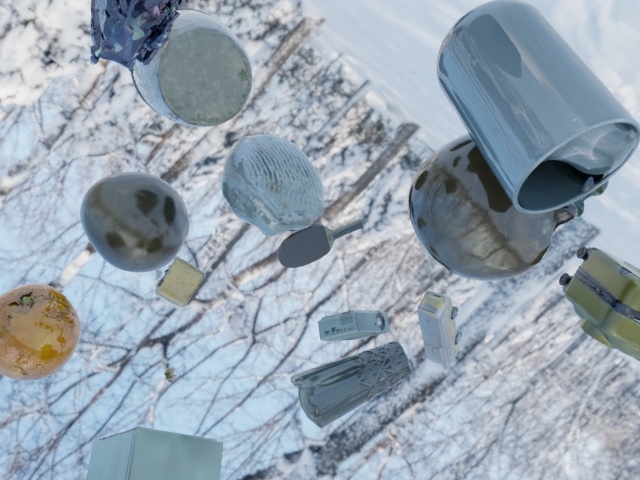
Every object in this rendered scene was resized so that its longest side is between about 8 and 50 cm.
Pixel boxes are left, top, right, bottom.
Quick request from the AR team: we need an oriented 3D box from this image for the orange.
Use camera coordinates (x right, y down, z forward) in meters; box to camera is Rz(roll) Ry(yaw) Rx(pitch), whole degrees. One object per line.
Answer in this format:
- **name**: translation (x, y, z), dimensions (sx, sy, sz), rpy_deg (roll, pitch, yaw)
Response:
- **orange**: translation (-0.736, 0.235, 1.686), dimensions (0.246, 0.246, 0.246), rpy_deg (41, -169, -10)

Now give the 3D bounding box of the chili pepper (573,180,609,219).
- **chili pepper**: translation (0.623, -0.186, 1.774), dimensions (0.248, 0.233, 0.257), rpy_deg (11, -145, -15)

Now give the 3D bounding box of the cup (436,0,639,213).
- **cup**: translation (0.323, -0.220, 1.042), dimensions (0.205, 0.205, 0.312), rpy_deg (27, -147, -54)

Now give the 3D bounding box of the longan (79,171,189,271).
- **longan**: translation (-0.552, -0.057, 1.990), dimensions (0.319, 0.319, 0.319), rpy_deg (41, -169, -10)

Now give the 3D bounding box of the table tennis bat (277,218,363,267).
- **table tennis bat**: translation (0.000, 0.000, 2.164), dimensions (0.173, 0.301, 0.022), rpy_deg (73, 170, -50)

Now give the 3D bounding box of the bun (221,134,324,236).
- **bun**: translation (-0.155, -0.155, 1.993), dimensions (0.354, 0.194, 0.354), rpy_deg (24, -138, -24)

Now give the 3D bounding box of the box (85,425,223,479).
- **box**: translation (-0.382, 0.513, 1.530), dimensions (0.225, 0.225, 0.117), rpy_deg (23, -124, -35)

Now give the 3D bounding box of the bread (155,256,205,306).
- **bread**: translation (-0.396, 0.117, 1.867), dimensions (0.106, 0.125, 0.082), rpy_deg (33, 178, -19)

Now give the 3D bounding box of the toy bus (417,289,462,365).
- **toy bus**: translation (0.342, 0.257, 1.920), dimensions (0.092, 0.106, 0.268), rpy_deg (17, 144, 30)

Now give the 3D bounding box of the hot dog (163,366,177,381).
- **hot dog**: translation (-0.380, 0.340, 1.682), dimensions (0.083, 0.021, 0.037), rpy_deg (91, 163, -81)

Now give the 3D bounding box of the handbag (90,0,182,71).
- **handbag**: translation (-0.247, -0.354, 0.905), dimensions (0.113, 0.162, 0.260), rpy_deg (15, -124, -29)

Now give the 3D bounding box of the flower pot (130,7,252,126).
- **flower pot**: translation (-0.308, -0.417, 1.627), dimensions (0.293, 0.294, 0.330), rpy_deg (38, -177, -25)

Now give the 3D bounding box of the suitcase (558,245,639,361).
- **suitcase**: translation (0.587, 0.129, 1.273), dimensions (0.193, 0.143, 0.235), rpy_deg (26, -164, -13)

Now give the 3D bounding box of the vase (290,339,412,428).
- **vase**: translation (0.089, 0.375, 1.763), dimensions (0.251, 0.300, 0.156), rpy_deg (74, 170, -55)

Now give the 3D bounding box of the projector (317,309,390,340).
- **projector**: translation (0.080, 0.200, 1.581), dimensions (0.147, 0.115, 0.061), rpy_deg (10, -112, -54)

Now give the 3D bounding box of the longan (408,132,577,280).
- **longan**: translation (0.314, -0.070, 1.226), dimensions (0.300, 0.300, 0.243), rpy_deg (46, -170, 16)
